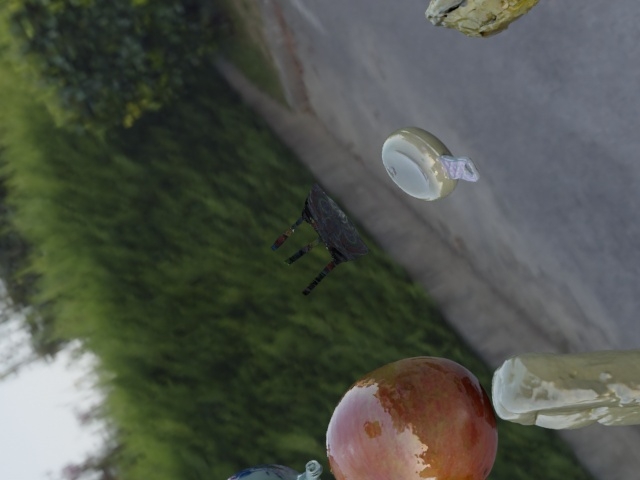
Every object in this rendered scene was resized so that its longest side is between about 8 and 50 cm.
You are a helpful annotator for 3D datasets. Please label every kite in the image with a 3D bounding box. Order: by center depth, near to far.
[{"bbox_3d":[0.000,0.000,1.775,0.152,0.015,0.285,50,-152,-3],"label":"kite"}]

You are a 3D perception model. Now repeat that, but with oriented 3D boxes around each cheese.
[{"bbox_3d":[0.378,0.211,1.567,0.159,0.262,0.093,66,-158,-62],"label":"cheese"},{"bbox_3d":[0.185,-0.122,1.776,0.137,0.064,0.227,56,160,-23],"label":"cheese"}]

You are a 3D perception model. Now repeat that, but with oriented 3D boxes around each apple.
[{"bbox_3d":[0.108,0.239,1.293,0.209,0.209,0.164,71,-175,-55],"label":"apple"}]

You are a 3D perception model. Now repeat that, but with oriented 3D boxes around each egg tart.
[{"bbox_3d":[0.281,-0.370,1.568,0.095,0.278,0.279,61,173,-2],"label":"egg tart"}]

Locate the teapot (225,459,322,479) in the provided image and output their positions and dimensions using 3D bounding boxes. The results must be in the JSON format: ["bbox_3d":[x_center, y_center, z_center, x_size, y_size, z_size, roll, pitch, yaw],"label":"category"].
[{"bbox_3d":[-0.083,0.362,1.393,0.159,0.232,0.159,51,177,3],"label":"teapot"}]
